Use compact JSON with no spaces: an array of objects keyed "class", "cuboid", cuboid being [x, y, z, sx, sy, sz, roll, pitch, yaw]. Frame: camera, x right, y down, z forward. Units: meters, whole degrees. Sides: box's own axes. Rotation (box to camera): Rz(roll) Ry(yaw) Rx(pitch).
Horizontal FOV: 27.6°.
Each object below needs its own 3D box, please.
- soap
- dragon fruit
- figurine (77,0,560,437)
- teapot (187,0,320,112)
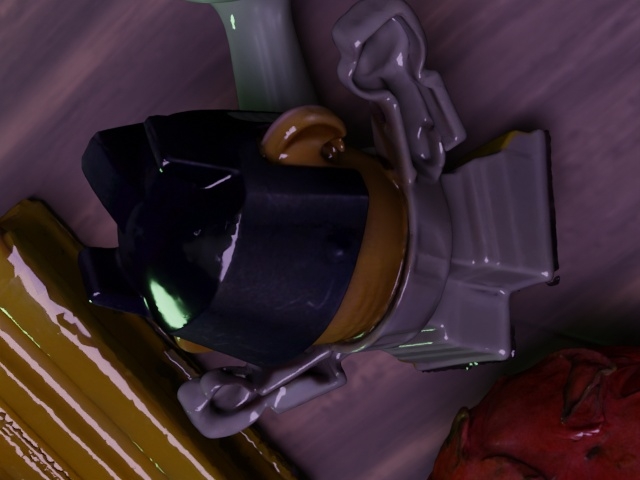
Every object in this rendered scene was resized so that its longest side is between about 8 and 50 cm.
[{"class":"soap","cuboid":[-0.177,0.145,0.966,0.204,0.096,0.324,-37,101,24]},{"class":"dragon fruit","cuboid":[0.171,0.187,0.839,0.252,0.241,0.241,-36,104,-13]},{"class":"figurine","cuboid":[0.002,-0.002,0.784,0.308,0.143,0.308,-11,112,-30]},{"class":"teapot","cuboid":[-0.039,-0.187,0.775,0.220,0.149,0.318,-23,130,36]}]
